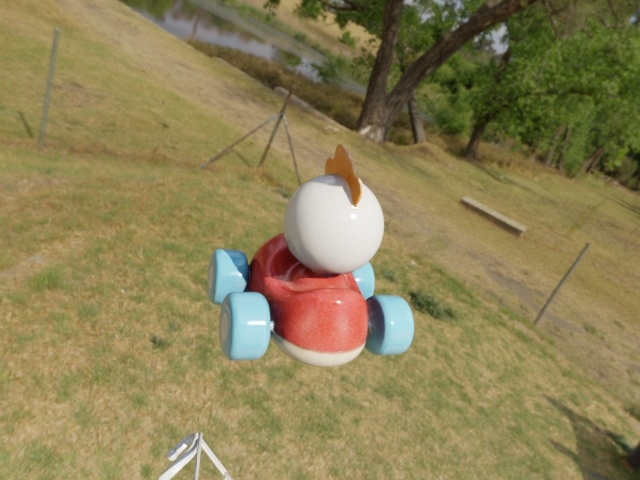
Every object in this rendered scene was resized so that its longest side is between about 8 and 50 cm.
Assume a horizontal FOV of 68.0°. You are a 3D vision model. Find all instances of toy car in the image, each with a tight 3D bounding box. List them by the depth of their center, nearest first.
[{"bbox_3d":[0.000,0.000,0.559,0.219,0.238,0.210,5,22,-23],"label":"toy car"}]

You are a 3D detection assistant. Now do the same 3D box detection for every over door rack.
[{"bbox_3d":[-0.136,0.426,0.694,0.108,0.324,0.240,-39,95,-23],"label":"over door rack"}]
